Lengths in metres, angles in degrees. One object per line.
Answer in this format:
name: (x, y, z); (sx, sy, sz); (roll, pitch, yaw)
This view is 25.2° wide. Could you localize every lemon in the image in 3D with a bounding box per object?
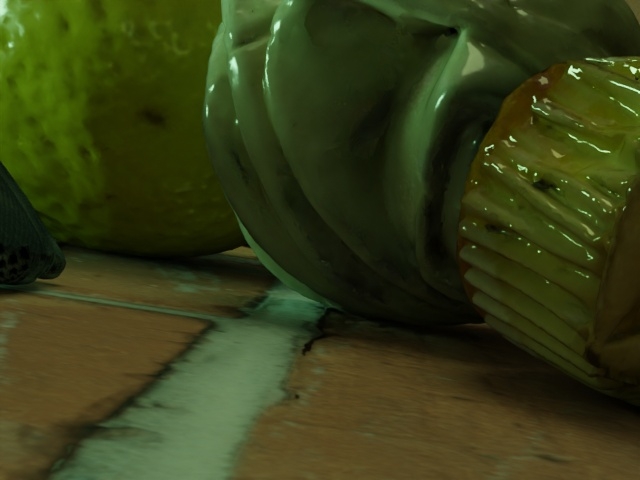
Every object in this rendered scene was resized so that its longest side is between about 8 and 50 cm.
lemon: (-0.113, -0.158, 1.116); (0.387, 0.349, 0.350); (-4, 1, 13)

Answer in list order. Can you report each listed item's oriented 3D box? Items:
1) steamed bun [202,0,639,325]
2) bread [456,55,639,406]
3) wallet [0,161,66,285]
steamed bun: (0.072, -0.057, 0.876); (0.280, 0.267, 0.207); (-9, 20, -7)
bread: (0.211, -0.016, 0.757); (0.288, 0.204, 0.156); (-3, 25, -30)
wallet: (-0.285, -0.066, 0.757); (0.237, 0.075, 0.342); (46, 6, 13)
